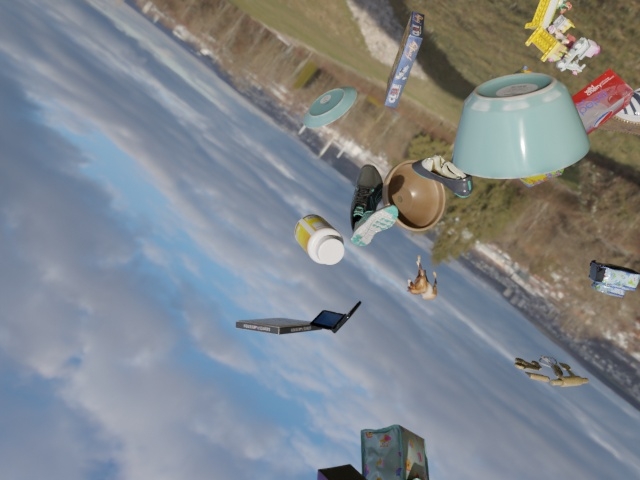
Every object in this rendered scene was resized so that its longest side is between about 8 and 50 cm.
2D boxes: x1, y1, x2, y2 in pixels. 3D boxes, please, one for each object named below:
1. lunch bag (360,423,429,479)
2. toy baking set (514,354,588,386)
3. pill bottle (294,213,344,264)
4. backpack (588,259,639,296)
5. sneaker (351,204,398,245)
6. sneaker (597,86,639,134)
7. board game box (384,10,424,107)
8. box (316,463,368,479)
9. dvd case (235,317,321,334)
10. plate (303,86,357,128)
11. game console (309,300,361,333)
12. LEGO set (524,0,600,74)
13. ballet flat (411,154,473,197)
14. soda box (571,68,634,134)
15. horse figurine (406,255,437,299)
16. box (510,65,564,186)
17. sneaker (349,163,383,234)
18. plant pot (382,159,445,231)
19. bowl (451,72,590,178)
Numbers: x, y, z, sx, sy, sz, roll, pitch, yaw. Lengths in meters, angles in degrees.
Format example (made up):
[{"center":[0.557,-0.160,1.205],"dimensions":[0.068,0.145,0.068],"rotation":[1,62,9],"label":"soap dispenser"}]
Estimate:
[{"center":[0.222,0.680,1.701],"dimensions":[0.223,0.160,0.262],"rotation":[44,-145,-48],"label":"lunch bag"},{"center":[0.724,0.401,1.859],"dimensions":[0.256,0.030,0.197],"rotation":[6,-168,-26],"label":"toy baking set"},{"center":[0.000,0.000,1.878],"dimensions":[0.117,0.117,0.215],"rotation":[35,-175,-26],"label":"pill bottle"},{"center":[0.797,0.107,1.623],"dimensions":[0.115,0.084,0.105],"rotation":[10,-173,8],"label":"backpack"},{"center":[0.139,-0.056,1.586],"dimensions":[0.065,0.166,0.076],"rotation":[29,-136,-27],"label":"sneaker"},{"center":[0.863,-0.395,1.702],"dimensions":[0.283,0.153,0.099],"rotation":[13,168,6],"label":"sneaker"},{"center":[0.258,-0.556,1.845],"dimensions":[0.042,0.243,0.165],"rotation":[15,-135,-3],"label":"board game box"},{"center":[0.084,0.670,1.392],"dimensions":[0.103,0.184,0.261],"rotation":[0,-174,-26],"label":"box"},{"center":[-0.132,0.278,1.956],"dimensions":[0.179,0.029,0.239],"rotation":[2,178,34],"label":"dvd case"},{"center":[0.023,-0.410,1.804],"dimensions":[0.024,0.188,0.188],"rotation":[51,178,-35],"label":"plate"},{"center":[0.044,0.201,1.651],"dimensions":[0.071,0.107,0.122],"rotation":[42,-156,5],"label":"game console"},{"center":[0.532,-0.464,1.303],"dimensions":[0.107,0.132,0.286],"rotation":[20,-124,-26],"label":"LEGO set"},{"center":[0.324,-0.187,1.586],"dimensions":[0.203,0.074,0.074],"rotation":[38,-175,39],"label":"ballet flat"},{"center":[0.687,-0.329,1.591],"dimensions":[0.092,0.263,0.083],"rotation":[57,-171,25],"label":"soda box"},{"center":[0.445,0.185,2.546],"dimensions":[0.263,0.066,0.174],"rotation":[43,-137,-48],"label":"horse figurine"},{"center":[0.726,-0.394,2.094],"dimensions":[0.290,0.279,0.177],"rotation":[33,161,-11],"label":"box"},{"center":[0.155,-0.129,2.032],"dimensions":[0.101,0.267,0.106],"rotation":[5,-178,16],"label":"sneaker"},{"center":[0.294,-0.146,2.011],"dimensions":[0.237,0.237,0.110],"rotation":[35,163,-20],"label":"plant pot"},{"center":[0.449,-0.280,1.373],"dimensions":[0.311,0.312,0.163],"rotation":[-131,23,-60],"label":"bowl"}]
